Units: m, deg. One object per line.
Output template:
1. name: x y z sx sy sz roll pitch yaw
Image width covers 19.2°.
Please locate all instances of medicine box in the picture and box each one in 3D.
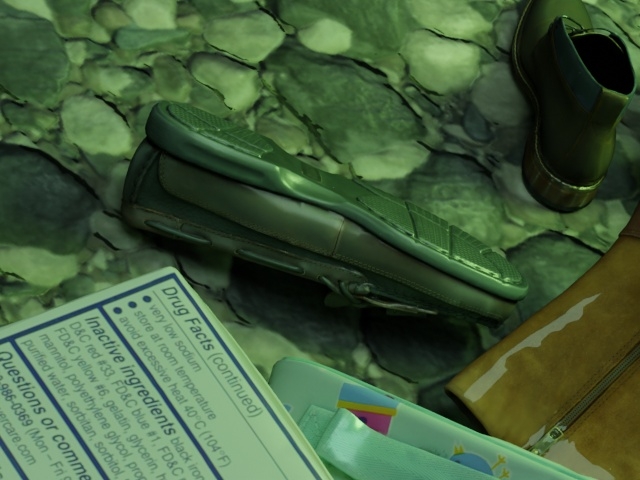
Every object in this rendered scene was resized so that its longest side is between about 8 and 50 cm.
1. medicine box: -0.171 0.182 0.849 0.289 0.263 0.149 -21 62 -34

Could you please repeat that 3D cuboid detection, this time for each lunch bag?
1. lunch bag: 0.079 0.170 0.952 0.279 0.224 0.108 19 71 26

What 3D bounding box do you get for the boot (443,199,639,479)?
1. boot: 0.260 0.087 1.164 0.264 0.096 0.280 43 75 10

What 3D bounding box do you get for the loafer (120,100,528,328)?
1. loafer: 0.000 0.000 1.221 0.267 0.084 0.096 26 15 -5

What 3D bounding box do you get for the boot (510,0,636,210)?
1. boot: 0.194 -0.134 1.381 0.082 0.106 0.219 12 48 -13
